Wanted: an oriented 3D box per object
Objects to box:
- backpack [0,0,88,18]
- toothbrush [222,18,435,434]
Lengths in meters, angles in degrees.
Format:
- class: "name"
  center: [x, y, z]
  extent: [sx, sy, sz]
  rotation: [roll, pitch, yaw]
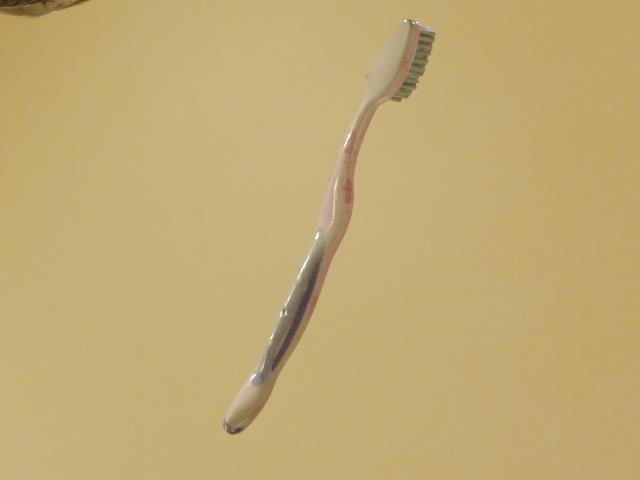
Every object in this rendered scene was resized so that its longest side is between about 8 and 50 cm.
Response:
- class: "backpack"
  center: [-0.061, -0.318, 0.509]
  extent: [0.445, 0.363, 0.255]
  rotation: [-39, 9, 39]
- class: "toothbrush"
  center: [0.000, 0.000, 0.822]
  extent: [0.027, 0.021, 0.269]
  rotation: [6, -59, -34]
